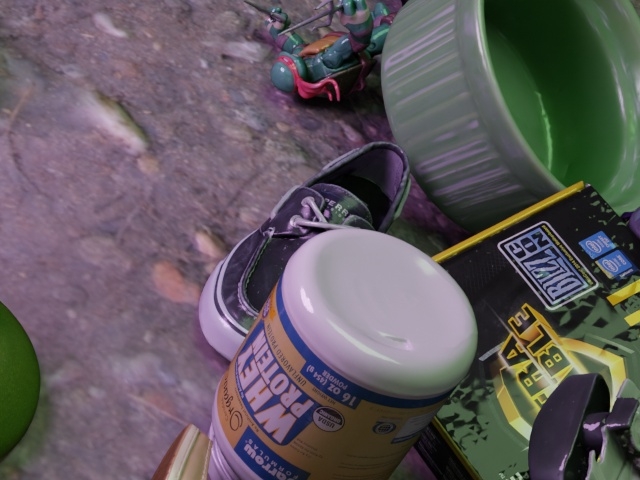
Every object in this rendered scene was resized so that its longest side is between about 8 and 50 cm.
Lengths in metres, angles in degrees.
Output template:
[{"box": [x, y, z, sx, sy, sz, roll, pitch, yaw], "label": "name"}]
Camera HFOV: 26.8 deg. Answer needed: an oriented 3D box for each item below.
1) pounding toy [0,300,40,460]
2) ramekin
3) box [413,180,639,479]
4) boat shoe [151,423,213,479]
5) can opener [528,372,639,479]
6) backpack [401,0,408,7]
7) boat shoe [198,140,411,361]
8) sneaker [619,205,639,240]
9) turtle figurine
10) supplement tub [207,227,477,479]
[{"box": [-0.288, 0.061, 0.889, 0.236, 0.110, 0.183, -7, 50, -39], "label": "pounding toy"}, {"box": [0.200, -0.146, 1.337, 0.303, 0.148, 0.304, 19, 62, -40], "label": "ramekin"}, {"box": [0.210, 0.131, 1.096, 0.257, 0.079, 0.322, -25, 61, -21], "label": "box"}, {"box": [-0.095, 0.203, 0.904, 0.059, 0.063, 0.170, 25, 47, -12], "label": "boat shoe"}, {"box": [0.162, 0.198, 0.872, 0.074, 0.093, 0.280, 62, 39, -24], "label": "can opener"}, {"box": [0.159, -0.300, 1.578, 0.115, 0.152, 0.182, 0, 58, -23], "label": "backpack"}, {"box": [0.000, 0.000, 1.158, 0.108, 0.102, 0.301, 37, 37, 8], "label": "boat shoe"}, {"box": [0.344, 0.053, 1.158, 0.083, 0.098, 0.224, -27, 84, -24], "label": "sneaker"}, {"box": [0.013, -0.207, 1.399, 0.234, 0.118, 0.175, -22, 21, -39], "label": "turtle figurine"}, {"box": [0.008, 0.105, 0.964, 0.144, 0.200, 0.144, 18, 38, -15], "label": "supplement tub"}]
